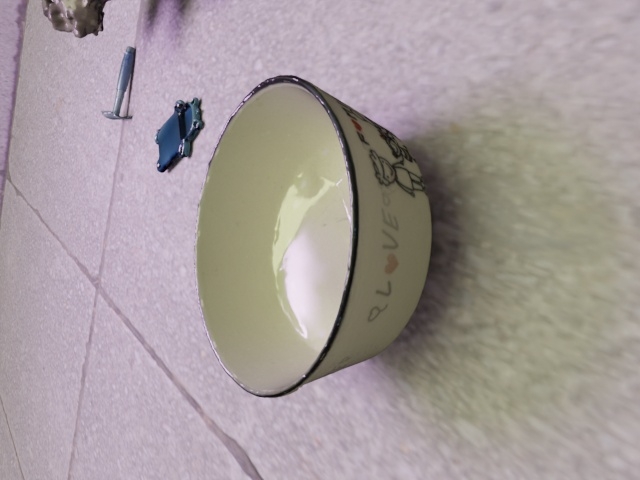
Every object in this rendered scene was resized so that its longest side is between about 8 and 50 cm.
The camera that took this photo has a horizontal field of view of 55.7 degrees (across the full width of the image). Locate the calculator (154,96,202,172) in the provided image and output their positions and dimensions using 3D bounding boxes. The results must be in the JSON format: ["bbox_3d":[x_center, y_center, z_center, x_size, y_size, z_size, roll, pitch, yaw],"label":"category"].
[{"bbox_3d":[-0.211,-0.157,0.893,0.141,0.019,0.094,-30,62,47],"label":"calculator"}]

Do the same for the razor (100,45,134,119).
[{"bbox_3d":[-0.361,-0.288,1.112,0.068,0.040,0.135,14,90,53],"label":"razor"}]

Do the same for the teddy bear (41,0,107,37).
[{"bbox_3d":[-0.260,-0.438,0.864,0.368,0.224,0.357,34,95,25],"label":"teddy bear"}]

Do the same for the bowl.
[{"bbox_3d":[0.000,0.000,0.486,0.238,0.126,0.237,-10,78,53],"label":"bowl"}]
